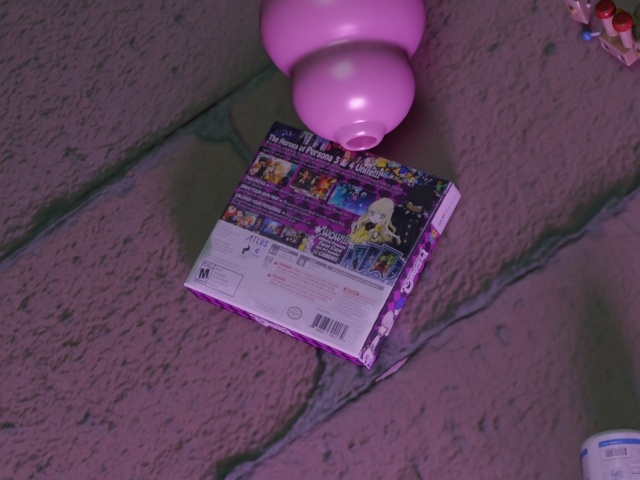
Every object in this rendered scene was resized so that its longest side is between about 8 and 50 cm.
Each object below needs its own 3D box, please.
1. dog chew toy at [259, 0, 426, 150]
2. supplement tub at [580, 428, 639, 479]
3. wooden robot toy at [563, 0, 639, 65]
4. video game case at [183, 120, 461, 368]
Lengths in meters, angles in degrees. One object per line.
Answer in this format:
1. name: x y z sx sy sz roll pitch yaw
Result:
1. dog chew toy: 0.020 -0.253 1.956 0.206 0.206 0.332 -14 69 17
2. supplement tub: 0.274 0.231 1.670 0.071 0.071 0.107 -12 62 19
3. wooden robot toy: 0.329 -0.220 1.872 0.079 0.076 0.173 -39 56 -11
4. video game case: 0.000 0.000 1.924 0.232 0.042 0.210 20 75 30
